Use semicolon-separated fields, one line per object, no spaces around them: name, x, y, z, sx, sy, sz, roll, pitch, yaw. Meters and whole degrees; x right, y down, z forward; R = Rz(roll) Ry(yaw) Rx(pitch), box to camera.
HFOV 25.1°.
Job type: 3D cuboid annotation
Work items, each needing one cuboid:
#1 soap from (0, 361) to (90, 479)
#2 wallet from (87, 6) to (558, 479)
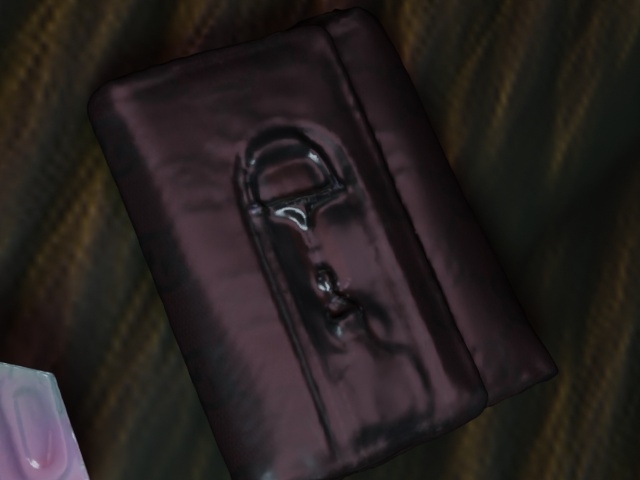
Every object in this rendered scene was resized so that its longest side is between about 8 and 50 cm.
soap;-0.170;0.101;0.622;0.149;0.056;0.100;-14;83;-25
wallet;0.000;0.000;0.727;0.182;0.049;0.229;-21;82;-23
